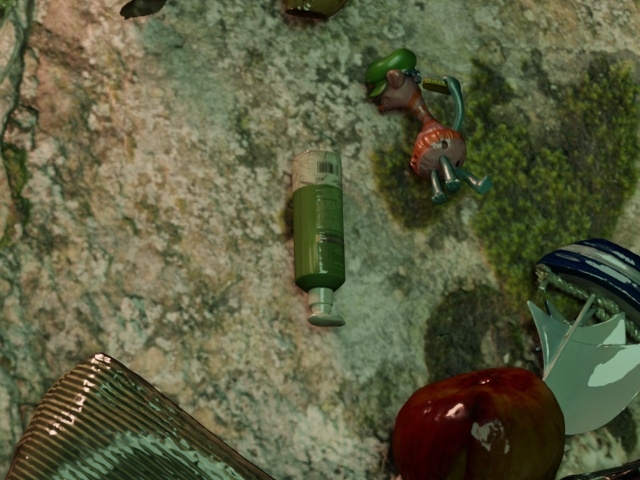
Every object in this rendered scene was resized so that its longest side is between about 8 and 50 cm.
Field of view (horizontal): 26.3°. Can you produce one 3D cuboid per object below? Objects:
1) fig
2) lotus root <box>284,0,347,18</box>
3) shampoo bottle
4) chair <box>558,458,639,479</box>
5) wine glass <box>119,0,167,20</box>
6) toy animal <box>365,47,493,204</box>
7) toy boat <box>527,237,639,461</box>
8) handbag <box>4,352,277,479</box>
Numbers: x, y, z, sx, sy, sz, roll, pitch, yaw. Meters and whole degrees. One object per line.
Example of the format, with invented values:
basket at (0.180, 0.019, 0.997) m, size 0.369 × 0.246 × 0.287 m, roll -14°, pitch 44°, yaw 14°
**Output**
fig at (0.185, 0.279, 1.474) m, size 0.191 × 0.190 × 0.290 m, roll -5°, pitch 71°, yaw -18°
lotus root at (0.019, -0.389, 1.718) m, size 0.110 × 0.097 × 0.258 m, roll 17°, pitch 69°, yaw -5°
shampoo bottle at (0.000, 0.000, 1.587) m, size 0.065 × 0.065 × 0.204 m, roll 4°, pitch 70°, yaw -15°
chair at (0.373, 0.306, 1.539) m, size 0.221 × 0.145 × 0.140 m, roll -15°, pitch 76°, yaw -22°
wine glass at (-0.247, -0.366, 1.649) m, size 0.066 × 0.066 × 0.198 m, roll -18°, pitch 77°, yaw -22°
toy animal at (0.136, -0.140, 1.657) m, size 0.103 × 0.100 × 0.208 m, roll -32°, pitch 64°, yaw 14°
toy boat at (0.309, 0.117, 1.633) m, size 0.292 × 0.070 × 0.210 m, roll -32°, pitch 79°, yaw -21°
handbag at (-0.176, 0.303, 1.318) m, size 0.341 × 0.247 × 0.240 m, roll 36°, pitch 64°, yaw 3°
